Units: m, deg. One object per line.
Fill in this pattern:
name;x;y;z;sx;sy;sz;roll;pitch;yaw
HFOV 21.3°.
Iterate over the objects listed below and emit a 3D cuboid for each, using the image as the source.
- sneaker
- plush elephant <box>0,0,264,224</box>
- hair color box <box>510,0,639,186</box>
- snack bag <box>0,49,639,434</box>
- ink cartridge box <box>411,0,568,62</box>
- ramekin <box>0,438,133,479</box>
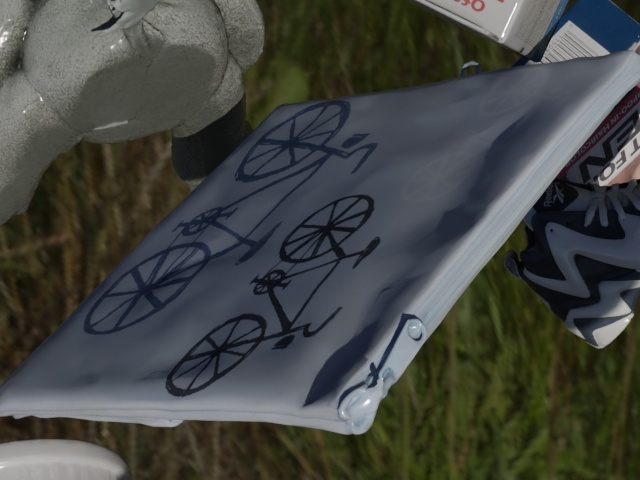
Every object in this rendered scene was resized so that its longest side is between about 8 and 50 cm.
sneaker;0.254;-0.030;1.515;0.153;0.235;0.094;32;34;-5
plush elephant;-0.186;-0.199;1.266;0.272;0.330;0.255;-14;63;-19
hair color box;0.330;-0.101;1.838;0.174;0.347;0.105;-45;49;5
snack bag;0.000;0.000;1.000;0.342;0.037;0.323;-5;34;48
ink cartridge box;0.085;-0.160;1.016;0.104;0.180;0.060;28;98;13
ramekin;-0.319;0.322;1.775;0.273;0.273;0.127;-22;61;7
